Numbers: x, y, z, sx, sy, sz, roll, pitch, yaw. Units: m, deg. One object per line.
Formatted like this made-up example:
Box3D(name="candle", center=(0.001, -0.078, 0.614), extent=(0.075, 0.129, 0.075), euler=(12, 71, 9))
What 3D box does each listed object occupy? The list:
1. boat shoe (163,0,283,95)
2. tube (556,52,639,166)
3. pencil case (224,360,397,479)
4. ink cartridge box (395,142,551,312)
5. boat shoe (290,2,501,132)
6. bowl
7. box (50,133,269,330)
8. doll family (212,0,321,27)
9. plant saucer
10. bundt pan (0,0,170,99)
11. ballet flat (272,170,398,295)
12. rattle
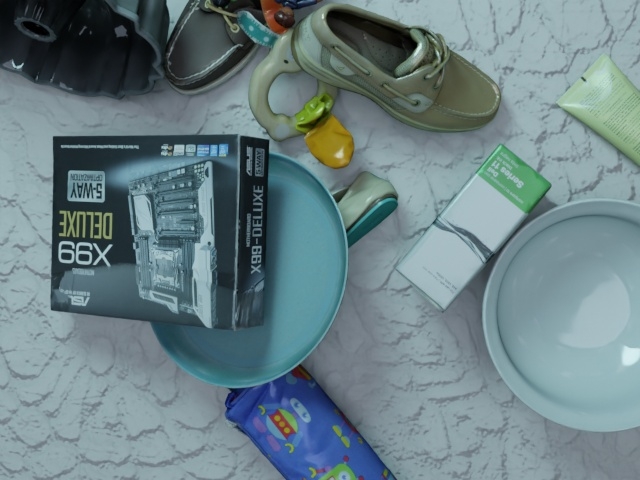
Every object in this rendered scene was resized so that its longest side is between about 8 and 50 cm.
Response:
Box3D(name="boat shoe", center=(-0.099, -0.328, 1.209), extent=(0.324, 0.097, 0.116), euler=(-44, 89, 6))
Box3D(name="tube", center=(0.435, -0.138, 1.210), extent=(0.240, 0.062, 0.070), euler=(43, 53, 5))
Box3D(name="pencil case", center=(-0.007, 0.292, 1.243), extent=(0.133, 0.119, 0.306), euler=(-40, 91, -9))
Box3D(name="ink cartridge box", center=(0.197, -0.016, 1.185), extent=(0.087, 0.153, 0.208), euler=(40, 96, 6))
Box3D(name="boat shoe", center=(0.114, -0.220, 1.155), extent=(0.302, 0.098, 0.109), euler=(19, 74, -21))
Box3D(name="bowl", center=(0.356, 0.089, 1.192), extent=(0.297, 0.134, 0.298), euler=(0, 95, 5))
Box3D(name="box", center=(-0.217, -0.016, 1.196), extent=(0.307, 0.076, 0.243), euler=(4, 93, 28))
Box3D(name="doll family", center=(-0.084, -0.326, 1.112), extent=(0.193, 0.076, 0.111), euler=(10, 67, 23))
Box3D(name="plant saucer", center=(-0.098, 0.038, 1.213), extent=(0.317, 0.043, 0.318), euler=(-6, 77, 27))
Box3D(name="bundt pan", center=(-0.335, -0.313, 1.134), extent=(0.330, 0.331, 0.124), euler=(15, 72, 3))
Box3D(name="ballet flat", center=(0.000, 0.000, 1.248), extent=(0.248, 0.086, 0.086), euler=(-43, 91, 5))
Box3D(name="rattle", center=(-0.032, -0.204, 1.161), extent=(0.130, 0.143, 0.200), euler=(-8, 128, 0))
